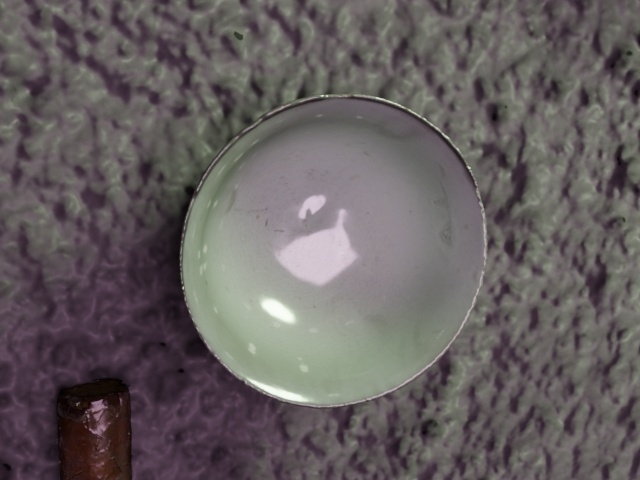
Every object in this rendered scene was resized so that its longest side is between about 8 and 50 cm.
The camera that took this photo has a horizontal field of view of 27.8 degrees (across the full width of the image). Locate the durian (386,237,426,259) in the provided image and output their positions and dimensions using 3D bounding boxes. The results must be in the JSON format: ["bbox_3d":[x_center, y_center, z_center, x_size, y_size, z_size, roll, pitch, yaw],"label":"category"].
[{"bbox_3d":[0.108,0.007,1.396,0.080,0.080,0.091,-40,100,-9],"label":"durian"}]

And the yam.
[{"bbox_3d":[-0.228,0.214,1.313,0.079,0.079,0.141,-5,102,-19],"label":"yam"}]

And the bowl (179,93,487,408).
[{"bbox_3d":[0.000,0.000,1.314,0.313,0.146,0.313,-3,102,-16],"label":"bowl"}]
